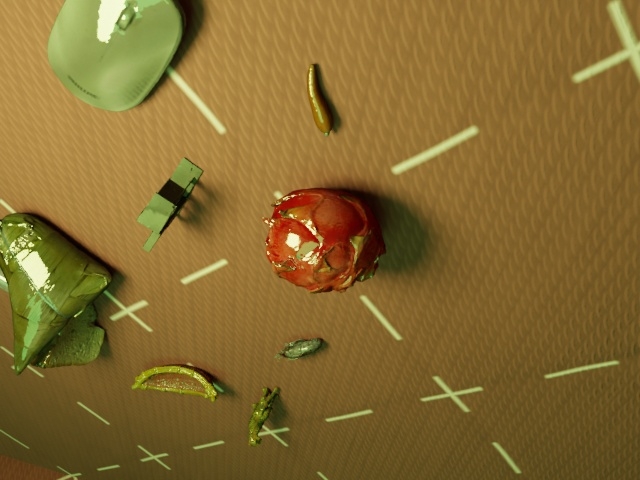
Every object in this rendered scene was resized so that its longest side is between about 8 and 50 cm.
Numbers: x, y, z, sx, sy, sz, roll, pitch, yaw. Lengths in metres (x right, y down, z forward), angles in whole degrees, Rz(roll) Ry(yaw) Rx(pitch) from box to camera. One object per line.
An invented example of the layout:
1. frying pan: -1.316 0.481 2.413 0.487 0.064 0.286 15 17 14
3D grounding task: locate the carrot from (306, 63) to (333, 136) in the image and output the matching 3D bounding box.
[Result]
1. carrot: -0.004 -0.262 0.955 0.035 0.035 0.142 -6 122 21

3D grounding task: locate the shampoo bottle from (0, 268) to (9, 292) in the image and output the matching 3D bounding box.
1. shampoo bottle: -0.964 0.112 1.529 0.214 0.072 0.072 35 130 -12

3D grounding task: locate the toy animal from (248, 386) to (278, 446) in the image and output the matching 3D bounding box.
1. toy animal: -0.189 0.566 1.625 0.073 0.136 0.181 24 130 -4

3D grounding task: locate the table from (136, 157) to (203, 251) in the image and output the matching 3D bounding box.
1. table: -0.348 -0.079 1.132 0.063 0.146 0.175 35 129 -14

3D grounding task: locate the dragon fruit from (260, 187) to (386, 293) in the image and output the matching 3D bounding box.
1. dragon fruit: 0.007 0.001 1.046 0.253 0.241 0.240 24 133 16

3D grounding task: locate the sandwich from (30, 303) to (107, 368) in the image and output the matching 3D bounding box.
1. sandwich: -0.759 0.247 1.548 0.100 0.288 0.254 14 175 14

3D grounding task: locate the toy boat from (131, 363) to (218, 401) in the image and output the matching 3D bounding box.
1. toy boat: -0.468 0.465 1.655 0.318 0.099 0.140 2 125 19

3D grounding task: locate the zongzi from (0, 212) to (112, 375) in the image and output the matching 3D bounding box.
1. zongzi: -0.797 0.135 1.336 0.323 0.360 0.160 41 172 -11

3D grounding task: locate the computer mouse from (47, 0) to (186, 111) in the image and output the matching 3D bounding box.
1. computer mouse: -0.383 -0.360 0.927 0.197 0.094 0.331 32 138 -26

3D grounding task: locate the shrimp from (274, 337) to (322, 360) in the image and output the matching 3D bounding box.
1. shrimp: -0.069 0.312 1.433 0.165 0.065 0.056 -19 89 34
